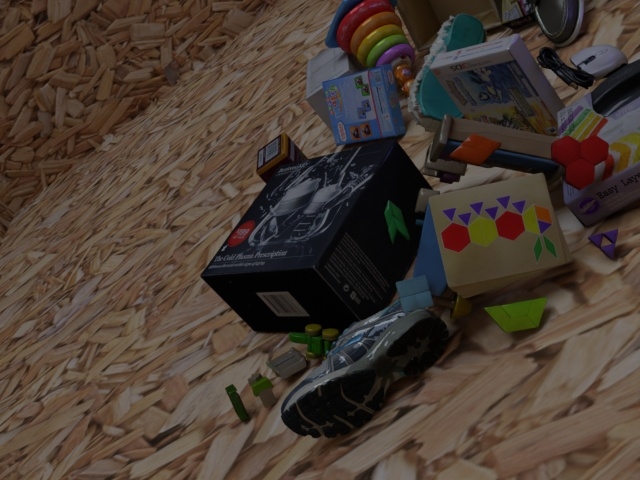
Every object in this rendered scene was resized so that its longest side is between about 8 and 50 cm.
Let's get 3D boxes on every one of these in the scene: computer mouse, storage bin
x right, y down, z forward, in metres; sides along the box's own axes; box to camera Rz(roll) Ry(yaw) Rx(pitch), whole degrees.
[{"bbox_3d":[0.473,-0.312,1.405,0.193,0.042,0.106,-20,52,-35],"label":"computer mouse"},{"bbox_3d":[0.308,-0.629,1.955,0.262,0.260,0.123,-6,32,49],"label":"storage bin"}]

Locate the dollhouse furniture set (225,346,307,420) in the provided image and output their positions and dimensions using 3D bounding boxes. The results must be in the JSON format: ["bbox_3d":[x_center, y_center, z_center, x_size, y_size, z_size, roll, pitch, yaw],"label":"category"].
[{"bbox_3d":[-0.087,0.255,1.429,0.152,0.058,0.076,-27,16,-15],"label":"dollhouse furniture set"}]

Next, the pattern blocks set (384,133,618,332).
[{"bbox_3d":[0.256,-0.012,1.154,0.325,0.285,0.026,-4,-6,4],"label":"pattern blocks set"}]

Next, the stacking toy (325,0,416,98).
[{"bbox_3d":[0.160,-0.448,1.943,0.302,0.175,0.165,59,142,26],"label":"stacking toy"}]

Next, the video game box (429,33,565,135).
[{"bbox_3d":[0.325,-0.267,1.465,0.187,0.205,0.048,2,51,54],"label":"video game box"}]

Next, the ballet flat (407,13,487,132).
[{"bbox_3d":[0.273,-0.338,1.759,0.147,0.147,0.409,-17,33,39],"label":"ballet flat"}]

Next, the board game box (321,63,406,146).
[{"bbox_3d":[0.097,-0.311,1.884,0.039,0.160,0.211,-21,12,-38],"label":"board game box"}]

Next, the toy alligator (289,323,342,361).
[{"bbox_3d":[0.031,0.177,1.365,0.190,0.056,0.051,11,21,37],"label":"toy alligator"}]

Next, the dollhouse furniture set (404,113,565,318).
[{"bbox_3d":[0.254,-0.014,1.315,0.286,0.198,0.303,76,-154,-84],"label":"dollhouse furniture set"}]

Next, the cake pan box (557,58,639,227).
[{"bbox_3d":[0.486,-0.175,1.235,0.246,0.070,0.267,-31,29,35],"label":"cake pan box"}]

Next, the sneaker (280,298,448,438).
[{"bbox_3d":[0.058,0.193,1.244,0.283,0.110,0.122,-33,30,-6],"label":"sneaker"}]

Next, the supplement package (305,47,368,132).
[{"bbox_3d":[0.055,-0.406,2.098,0.139,0.134,0.244,-31,29,20],"label":"supplement package"}]

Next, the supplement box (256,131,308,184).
[{"bbox_3d":[-0.051,-0.129,1.765,0.081,0.188,0.104,-33,28,18],"label":"supplement box"}]

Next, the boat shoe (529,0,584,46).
[{"bbox_3d":[0.469,-0.545,1.683,0.109,0.091,0.305,-26,60,47],"label":"boat shoe"}]

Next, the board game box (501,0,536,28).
[{"bbox_3d":[0.482,-0.614,1.802,0.165,0.042,0.243,-7,78,52],"label":"board game box"}]

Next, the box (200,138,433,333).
[{"bbox_3d":[0.000,0.000,1.522,0.343,0.179,0.312,-7,42,48],"label":"box"}]
